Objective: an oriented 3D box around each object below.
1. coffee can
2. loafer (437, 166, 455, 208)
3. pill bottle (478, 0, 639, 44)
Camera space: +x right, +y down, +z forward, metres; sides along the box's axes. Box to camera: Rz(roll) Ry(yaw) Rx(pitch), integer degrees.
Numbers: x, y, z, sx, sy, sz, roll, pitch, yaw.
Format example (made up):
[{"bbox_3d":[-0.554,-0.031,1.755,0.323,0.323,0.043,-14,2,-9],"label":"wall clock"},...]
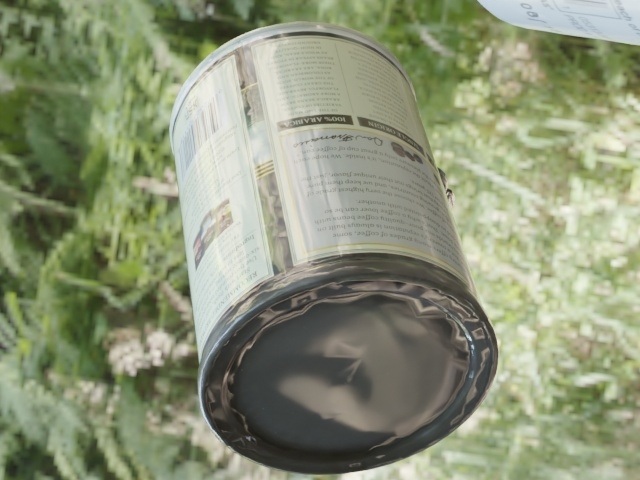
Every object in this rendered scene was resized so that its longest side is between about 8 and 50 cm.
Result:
[{"bbox_3d":[0.000,0.000,1.027,0.275,0.201,0.202,-102,17,-45],"label":"coffee can"},{"bbox_3d":[0.083,-0.038,1.308,0.061,0.062,0.170,-64,-25,-7],"label":"loafer"},{"bbox_3d":[0.165,-0.124,0.477,0.229,0.131,0.131,17,103,42],"label":"pill bottle"}]
